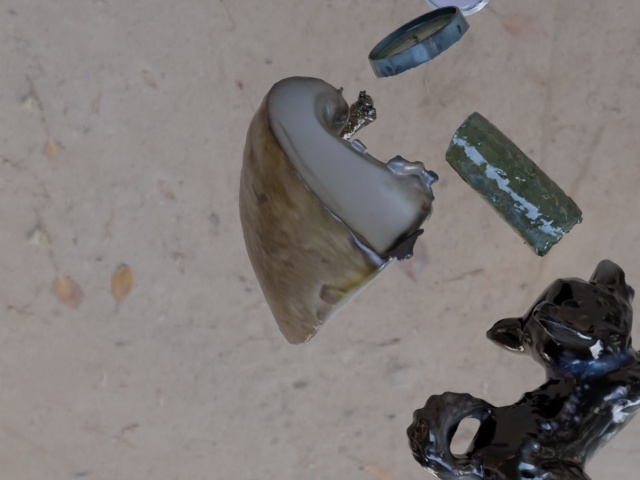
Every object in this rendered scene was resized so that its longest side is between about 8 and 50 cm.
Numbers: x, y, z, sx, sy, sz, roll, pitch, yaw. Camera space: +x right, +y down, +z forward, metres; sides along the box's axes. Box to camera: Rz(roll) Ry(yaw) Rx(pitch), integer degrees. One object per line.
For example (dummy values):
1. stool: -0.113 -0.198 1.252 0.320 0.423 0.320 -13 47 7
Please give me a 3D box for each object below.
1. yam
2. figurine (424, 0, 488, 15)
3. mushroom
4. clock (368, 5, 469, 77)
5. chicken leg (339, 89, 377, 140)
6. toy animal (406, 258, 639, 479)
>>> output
1. yam: 0.221 -0.065 1.167 0.179 0.078 0.078 44 124 3
2. figurine: 0.225 -0.423 1.617 0.132 0.154 0.132 2 100 9
3. mushroom: -0.038 -0.019 1.567 0.313 0.224 0.397 42 138 2
4. clock: 0.076 -0.158 0.791 0.085 0.085 0.017 -25 112 18
5. chicken leg: 0.010 -0.183 1.772 0.196 0.080 0.125 -13 91 18
6. toy animal: 0.282 0.175 1.186 0.302 0.344 0.194 26 167 -8
